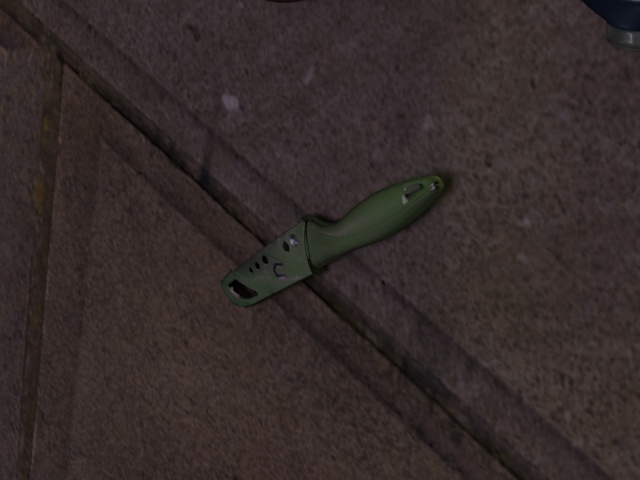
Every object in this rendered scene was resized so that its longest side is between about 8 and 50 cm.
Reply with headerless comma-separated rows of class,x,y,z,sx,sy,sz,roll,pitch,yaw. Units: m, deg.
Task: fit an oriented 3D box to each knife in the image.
knife,0.002,-0.001,1.211,0.293,0.020,0.043,-31,83,55

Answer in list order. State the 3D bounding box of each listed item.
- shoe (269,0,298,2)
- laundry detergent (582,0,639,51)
shoe,-0.040,-0.201,1.070,0.291,0.137,0.114,0,105,54
laundry detergent,0.162,-0.190,0.874,0.097,0.061,0.206,16,120,40
